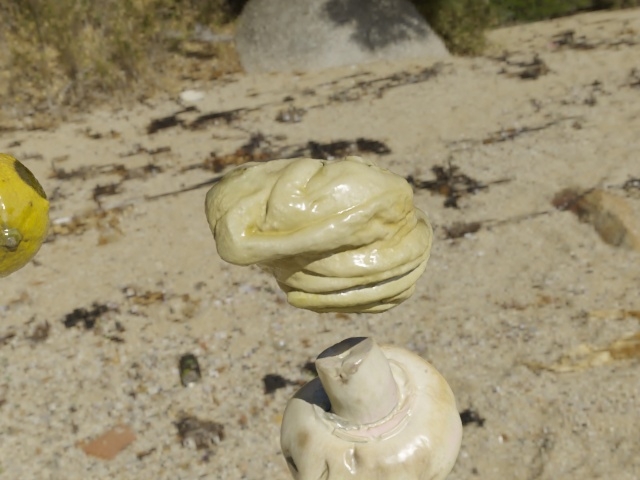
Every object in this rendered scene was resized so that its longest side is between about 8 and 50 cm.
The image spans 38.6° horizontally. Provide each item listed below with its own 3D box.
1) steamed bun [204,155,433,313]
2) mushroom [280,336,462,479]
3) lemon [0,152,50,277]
[{"bbox_3d":[0.006,0.001,1.464,0.324,0.231,0.372,1,-10,25],"label":"steamed bun"},{"bbox_3d":[0.087,0.337,1.771,0.352,0.353,0.325,-9,10,6],"label":"mushroom"},{"bbox_3d":[-0.502,-0.038,1.354,0.192,0.192,0.231,-18,34,-30],"label":"lemon"}]
